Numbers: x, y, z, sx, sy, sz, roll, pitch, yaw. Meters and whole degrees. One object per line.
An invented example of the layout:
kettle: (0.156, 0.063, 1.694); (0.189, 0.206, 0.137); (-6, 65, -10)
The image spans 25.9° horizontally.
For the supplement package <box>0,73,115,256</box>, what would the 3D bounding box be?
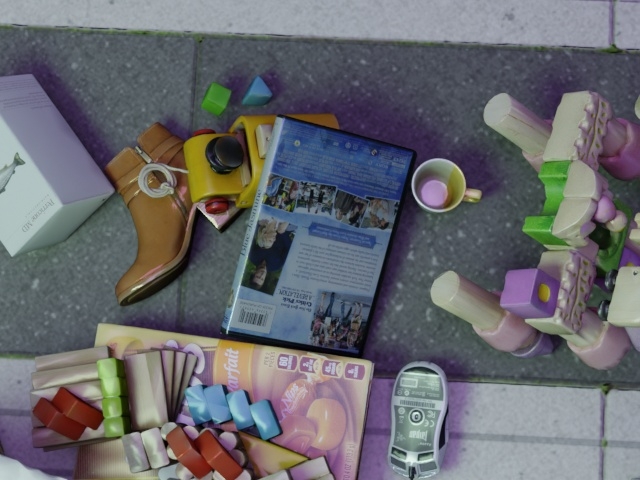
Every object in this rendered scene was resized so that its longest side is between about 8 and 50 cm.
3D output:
supplement package: (-0.345, -0.089, 1.609); (0.105, 0.105, 0.179); (-41, 80, 27)

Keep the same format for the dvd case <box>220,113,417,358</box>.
dvd case: (0.000, 0.000, 1.571); (0.180, 0.022, 0.253); (12, 95, -29)

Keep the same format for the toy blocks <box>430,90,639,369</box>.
toy blocks: (0.333, 0.006, 1.518); (0.260, 0.309, 0.288); (30, 71, -36)

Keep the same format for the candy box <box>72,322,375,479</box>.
candy box: (-0.106, 0.206, 1.580); (0.316, 0.087, 0.183); (8, 82, 3)

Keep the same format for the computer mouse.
computer mouse: (0.114, 0.235, 1.588); (0.106, 0.042, 0.193); (5, 82, 22)

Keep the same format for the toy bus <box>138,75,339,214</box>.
toy bus: (-0.071, -0.095, 1.588); (0.191, 0.104, 0.202); (38, 61, -5)

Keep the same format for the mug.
mug: (0.141, -0.054, 1.622); (0.078, 0.064, 0.062); (42, 83, 5)

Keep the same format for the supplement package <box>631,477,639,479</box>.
supplement package: (0.479, 0.355, 1.479); (0.263, 0.198, 0.199); (1, 82, 2)

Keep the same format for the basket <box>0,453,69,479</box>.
basket: (-0.357, 0.365, 1.372); (0.328, 0.331, 0.266); (27, 62, -20)

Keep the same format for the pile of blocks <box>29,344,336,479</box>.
pile of blocks: (-0.149, 0.193, 1.482); (0.362, 0.112, 0.149); (16, 84, 5)

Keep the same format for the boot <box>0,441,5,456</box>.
boot: (-0.439, 0.281, 1.591); (0.165, 0.077, 0.213); (-19, 81, -3)

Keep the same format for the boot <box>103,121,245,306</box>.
boot: (-0.204, -0.031, 1.631); (0.152, 0.073, 0.197); (44, 73, 7)
